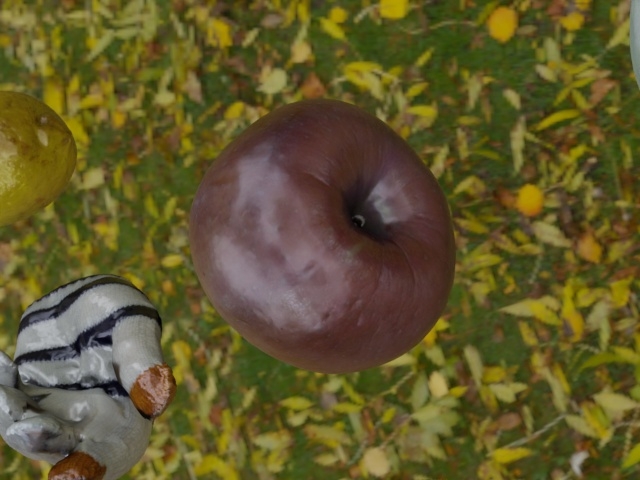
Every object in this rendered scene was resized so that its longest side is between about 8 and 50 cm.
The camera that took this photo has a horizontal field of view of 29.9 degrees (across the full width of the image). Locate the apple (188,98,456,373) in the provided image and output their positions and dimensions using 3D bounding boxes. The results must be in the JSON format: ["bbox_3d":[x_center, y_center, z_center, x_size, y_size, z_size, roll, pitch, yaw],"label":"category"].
[{"bbox_3d":[0.000,0.000,1.297,0.235,0.306,0.305,-26,80,46],"label":"apple"}]

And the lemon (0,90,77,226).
[{"bbox_3d":[-0.394,-0.100,1.450,0.207,0.170,0.170,-22,83,32],"label":"lemon"}]

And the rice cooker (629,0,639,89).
[{"bbox_3d":[0.434,-0.216,1.072,0.277,0.288,0.288,23,113,40],"label":"rice cooker"}]

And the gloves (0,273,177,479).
[{"bbox_3d":[-0.180,0.117,0.897,0.218,0.140,0.131,-102,15,-51],"label":"gloves"}]

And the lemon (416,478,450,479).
[{"bbox_3d":[0.079,0.242,0.746,0.206,0.173,0.173,-131,48,-59],"label":"lemon"}]
